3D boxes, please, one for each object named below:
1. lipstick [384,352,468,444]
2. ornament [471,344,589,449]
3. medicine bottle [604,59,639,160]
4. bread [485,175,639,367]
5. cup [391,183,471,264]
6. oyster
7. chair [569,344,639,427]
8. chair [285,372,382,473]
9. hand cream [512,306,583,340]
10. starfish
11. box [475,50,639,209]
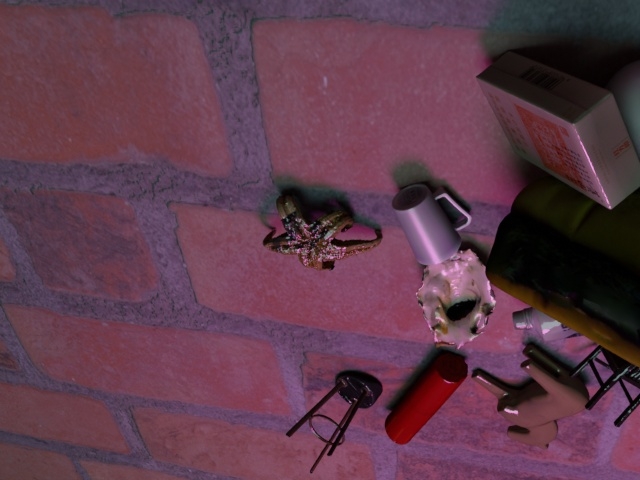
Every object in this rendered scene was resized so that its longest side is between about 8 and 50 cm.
[{"bbox_3d":[0.203,0.316,1.561,0.073,0.073,0.279,21,139,-5],"label":"lipstick"},{"bbox_3d":[0.402,0.312,1.495,0.245,0.061,0.230,36,137,-16],"label":"ornament"},{"bbox_3d":[0.484,-0.116,0.887,0.341,0.130,0.130,22,144,27],"label":"medicine bottle"},{"bbox_3d":[0.401,0.045,1.008,0.251,0.208,0.376,22,-177,-41],"label":"bread"},{"bbox_3d":[0.172,-0.031,1.197,0.104,0.074,0.116,-27,122,10],"label":"cup"},{"bbox_3d":[0.231,0.092,1.312,0.133,0.072,0.209,-8,118,20],"label":"oyster"},{"bbox_3d":[0.526,0.197,1.314,0.084,0.101,0.212,30,113,-16],"label":"chair"},{"bbox_3d":[0.030,0.344,1.570,0.095,0.221,0.104,44,139,4],"label":"chair"},{"bbox_3d":[0.475,0.102,1.248,0.341,0.078,0.124,-11,136,18],"label":"hand cream"},{"bbox_3d":[0.001,0.000,1.281,0.190,0.074,0.146,14,133,1],"label":"starfish"},{"bbox_3d":[0.283,-0.137,0.943,0.058,0.201,0.141,-39,125,-2],"label":"box"}]
